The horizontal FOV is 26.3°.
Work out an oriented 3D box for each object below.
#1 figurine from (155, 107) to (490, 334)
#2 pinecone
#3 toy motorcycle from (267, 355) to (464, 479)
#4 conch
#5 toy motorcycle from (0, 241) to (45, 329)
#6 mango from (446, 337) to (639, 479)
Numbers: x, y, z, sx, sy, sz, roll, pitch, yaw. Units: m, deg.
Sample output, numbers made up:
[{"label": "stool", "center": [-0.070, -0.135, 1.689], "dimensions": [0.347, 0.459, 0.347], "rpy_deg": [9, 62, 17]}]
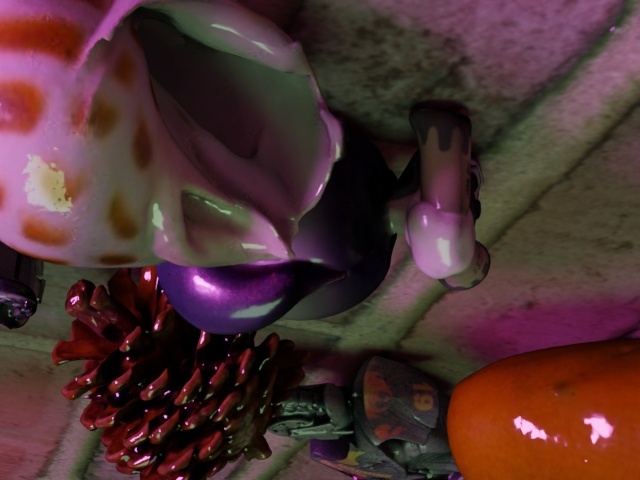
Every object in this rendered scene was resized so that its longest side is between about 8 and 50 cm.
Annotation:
[{"label": "figurine", "center": [0.000, 0.000, 0.919], "dimensions": [0.222, 0.145, 0.145], "rpy_deg": [-7, 152, 13]}, {"label": "pinecone", "center": [-0.119, 0.101, 1.113], "dimensions": [0.168, 0.185, 0.212], "rpy_deg": [5, 142, 34]}, {"label": "toy motorcycle", "center": [0.074, 0.192, 1.349], "dimensions": [0.173, 0.108, 0.307], "rpy_deg": [-20, 147, 32]}, {"label": "conch", "center": [-0.131, -0.077, 0.773], "dimensions": [0.275, 0.183, 0.149], "rpy_deg": [34, 174, -36]}, {"label": "toy motorcycle", "center": [-0.309, -0.003, 1.027], "dimensions": [0.157, 0.091, 0.263], "rpy_deg": [-3, 156, 26]}, {"label": "mango", "center": [0.330, 0.196, 1.179], "dimensions": [0.446, 0.232, 0.300], "rpy_deg": [7, 159, 10]}]
